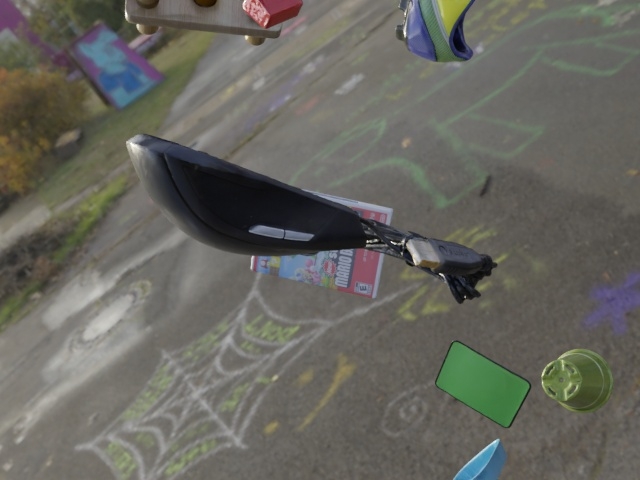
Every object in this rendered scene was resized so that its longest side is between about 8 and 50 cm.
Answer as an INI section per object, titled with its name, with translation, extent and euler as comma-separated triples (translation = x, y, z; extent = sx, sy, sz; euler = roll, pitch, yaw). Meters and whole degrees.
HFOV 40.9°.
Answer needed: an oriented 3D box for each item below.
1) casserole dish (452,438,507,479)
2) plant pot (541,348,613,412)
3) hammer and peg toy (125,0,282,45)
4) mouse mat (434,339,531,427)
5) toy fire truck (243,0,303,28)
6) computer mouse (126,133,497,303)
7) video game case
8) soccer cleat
[casserole dish]
translation = 0.261, 0.397, 1.435
extent = 0.114, 0.037, 0.188
euler = -46, -10, 21
[plant pot]
translation = 0.320, 0.178, 1.093
extent = 0.083, 0.079, 0.083
euler = -6, 79, 33
[hammer and peg toy]
translation = -0.181, -0.506, 1.449
extent = 0.127, 0.266, 0.361
euler = 115, 158, -65
[mouse mat]
translation = 0.345, 0.308, 1.840
extent = 0.007, 0.190, 0.152
euler = -38, -28, -47
[toy fire truck]
translation = -0.082, -0.335, 0.900
extent = 0.047, 0.192, 0.135
euler = -30, -15, -27
[computer mouse]
translation = -0.003, -0.001, 0.598
extent = 0.184, 0.262, 0.060
euler = 22, 93, 51
[video game case]
translation = 0.000, 0.000, 1.854
extent = 0.285, 0.204, 0.025
euler = 13, 19, 9
[soccer cleat]
translation = 0.177, -0.366, 1.091
extent = 0.121, 0.289, 0.093
euler = 21, 34, 21
